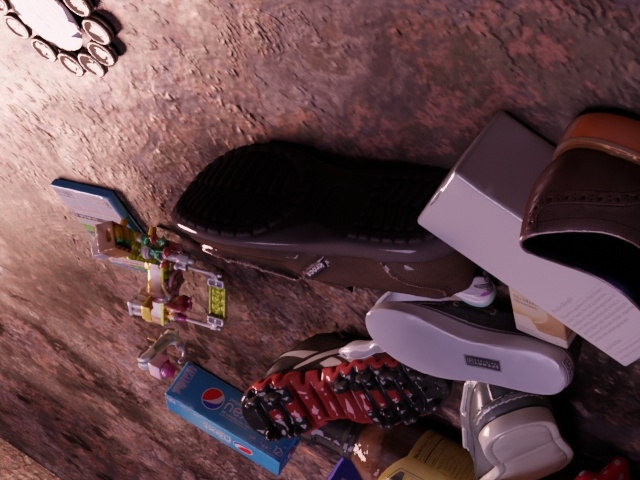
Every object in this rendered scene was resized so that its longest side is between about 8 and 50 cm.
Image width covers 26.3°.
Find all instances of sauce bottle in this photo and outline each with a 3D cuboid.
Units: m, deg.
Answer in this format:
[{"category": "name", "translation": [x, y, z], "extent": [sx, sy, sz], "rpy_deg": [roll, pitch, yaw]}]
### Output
[{"category": "sauce bottle", "translation": [0.133, 0.301, 1.779], "extent": [0.344, 0.111, 0.111], "rpy_deg": [24, 153, 23]}]

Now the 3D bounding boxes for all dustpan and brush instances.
[{"category": "dustpan and brush", "translation": [0.094, 0.106, 1.535], "extent": [0.147, 0.060, 0.211], "rpy_deg": [45, 153, -21]}]

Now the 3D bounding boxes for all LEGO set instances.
[{"category": "LEGO set", "translation": [-0.190, 0.054, 1.739], "extent": [0.107, 0.132, 0.287], "rpy_deg": [15, 144, 20]}]

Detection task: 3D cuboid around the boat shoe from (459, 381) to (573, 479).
[{"category": "boat shoe", "translation": [0.215, 0.212, 1.554], "extent": [0.319, 0.116, 0.099], "rpy_deg": [67, -177, -66]}]

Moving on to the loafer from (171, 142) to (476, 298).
[{"category": "loafer", "translation": [0.000, 0.000, 1.369], "extent": [0.366, 0.134, 0.130], "rpy_deg": [13, 144, 40]}]

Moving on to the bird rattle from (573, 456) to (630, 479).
[{"category": "bird rattle", "translation": [0.245, 0.338, 1.583], "extent": [0.207, 0.253, 0.143], "rpy_deg": [85, 162, -64]}]

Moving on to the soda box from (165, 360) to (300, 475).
[{"category": "soda box", "translation": [-0.135, 0.276, 2.122], "extent": [0.210, 0.067, 0.071], "rpy_deg": [30, 155, 11]}]

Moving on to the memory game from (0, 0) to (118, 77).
[{"category": "memory game", "translation": [-0.291, -0.243, 1.453], "extent": [0.186, 0.012, 0.186], "rpy_deg": [28, 154, 15]}]

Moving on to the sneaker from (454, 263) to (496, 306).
[{"category": "sneaker", "translation": [0.129, 0.028, 1.387], "extent": [0.098, 0.038, 0.069], "rpy_deg": [9, 145, 27]}]

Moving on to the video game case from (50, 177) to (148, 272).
[{"category": "video game case", "translation": [-0.281, -0.016, 1.844], "extent": [0.119, 0.015, 0.166], "rpy_deg": [12, 147, 39]}]

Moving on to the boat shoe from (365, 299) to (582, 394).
[{"category": "boat shoe", "translation": [0.160, 0.094, 1.412], "extent": [0.228, 0.076, 0.080], "rpy_deg": [9, 129, 30]}]

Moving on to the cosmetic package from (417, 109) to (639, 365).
[{"category": "cosmetic package", "translation": [0.210, 0.001, 1.177], "extent": [0.231, 0.085, 0.117], "rpy_deg": [37, 155, 1]}]

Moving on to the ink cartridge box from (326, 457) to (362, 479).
[{"category": "ink cartridge box", "translation": [0.119, 0.427, 1.983], "extent": [0.270, 0.151, 0.395], "rpy_deg": [32, 154, 7]}]

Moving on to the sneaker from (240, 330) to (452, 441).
[{"category": "sneaker", "translation": [0.038, 0.166, 1.677], "extent": [0.276, 0.135, 0.097], "rpy_deg": [-12, 119, 28]}]

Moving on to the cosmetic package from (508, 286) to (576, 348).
[{"category": "cosmetic package", "translation": [0.215, 0.049, 1.305], "extent": [0.060, 0.041, 0.115], "rpy_deg": [21, 152, 29]}]

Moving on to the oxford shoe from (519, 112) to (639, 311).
[{"category": "oxford shoe", "translation": [0.324, 0.037, 1.035], "extent": [0.364, 0.132, 0.130], "rpy_deg": [25, 153, 20]}]
